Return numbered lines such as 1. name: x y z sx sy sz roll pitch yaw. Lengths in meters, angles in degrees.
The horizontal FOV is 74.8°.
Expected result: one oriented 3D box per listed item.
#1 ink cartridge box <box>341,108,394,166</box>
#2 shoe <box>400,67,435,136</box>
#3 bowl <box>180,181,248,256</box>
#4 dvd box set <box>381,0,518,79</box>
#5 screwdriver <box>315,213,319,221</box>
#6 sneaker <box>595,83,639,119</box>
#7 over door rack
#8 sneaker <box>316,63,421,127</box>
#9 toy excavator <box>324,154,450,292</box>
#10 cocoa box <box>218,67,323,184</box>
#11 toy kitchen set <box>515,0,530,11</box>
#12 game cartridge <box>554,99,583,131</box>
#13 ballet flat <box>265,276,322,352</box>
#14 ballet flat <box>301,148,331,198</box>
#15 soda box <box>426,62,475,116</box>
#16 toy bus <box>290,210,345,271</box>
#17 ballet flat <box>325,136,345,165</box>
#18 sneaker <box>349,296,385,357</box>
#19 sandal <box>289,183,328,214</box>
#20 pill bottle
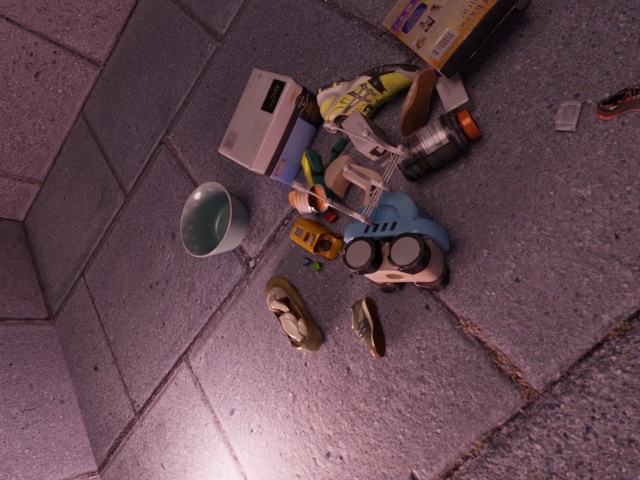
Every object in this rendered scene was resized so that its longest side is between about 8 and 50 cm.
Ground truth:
1. ink cartridge box: 0.161 -0.331 1.359 0.072 0.175 0.127 -39 61 24
2. shoe: 0.306 -0.435 1.322 0.058 0.077 0.218 -93 16 -55
3. bowl: -0.420 -0.074 1.736 0.312 0.163 0.310 -7 77 34
4. dvd box set: 0.380 -0.706 1.263 0.307 0.062 0.420 -49 41 24
5. screwdriver: -0.015 -0.074 1.540 0.024 0.025 0.169 15 99 36
6. sneaker: 0.752 -0.344 1.005 0.158 0.065 0.061 -25 68 30
7. over door rack: 0.065 -0.211 1.219 0.324 0.108 0.239 30 93 37
8. sneaker: 0.169 -0.492 1.433 0.385 0.145 0.146 -7 97 37
9. toy excavator: 0.189 -0.079 1.302 0.434 0.222 0.444 -4 65 36
10. cocoa box: -0.177 -0.425 1.588 0.232 0.228 0.346 31 100 36
11. toy kitchen set: 0.592 -0.797 1.201 0.166 0.122 0.207 56 133 29
12. game cartridge: 0.653 -0.329 1.105 0.056 0.017 0.083 15 90 33
13. ballet flat: -0.119 0.252 1.487 0.123 0.123 0.348 -51 57 17
14. ballet flat: -0.021 -0.229 1.544 0.077 0.077 0.230 -43 56 46
15. soda box: 0.397 -0.485 1.287 0.074 0.069 0.215 -25 68 30
16. toy bus: -0.011 -0.001 1.457 0.202 0.104 0.190 -22 72 31
17. ballet flat: 0.049 -0.329 1.527 0.041 0.041 0.114 37 102 35
18. sneaker: 0.144 0.281 1.328 0.086 0.064 0.191 -28 66 37
19. sandal: -0.064 -0.137 1.494 0.265 0.076 0.101 2 111 59
20. pill bottle: 0.345 -0.286 1.247 0.246 0.131 0.130 -29 65 28
